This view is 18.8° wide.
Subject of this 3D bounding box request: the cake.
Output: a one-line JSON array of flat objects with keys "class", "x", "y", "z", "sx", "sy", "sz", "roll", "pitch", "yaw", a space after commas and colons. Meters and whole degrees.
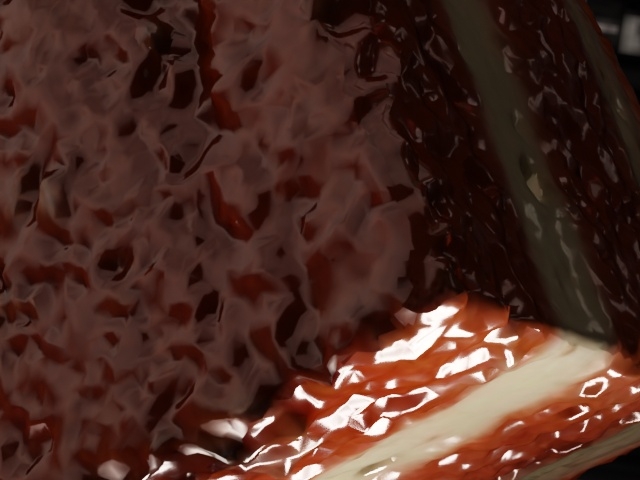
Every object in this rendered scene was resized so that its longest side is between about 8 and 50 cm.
[{"class": "cake", "x": 0.000, "y": 0.000, "z": 0.883, "sx": 0.319, "sy": 0.269, "sz": 0.270, "roll": 19, "pitch": 48, "yaw": -53}]
